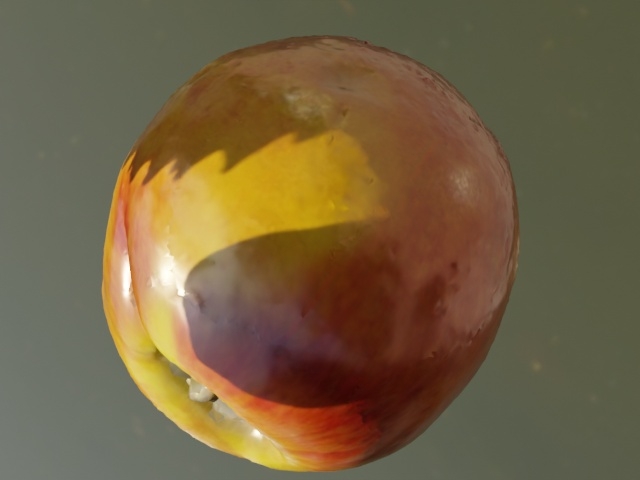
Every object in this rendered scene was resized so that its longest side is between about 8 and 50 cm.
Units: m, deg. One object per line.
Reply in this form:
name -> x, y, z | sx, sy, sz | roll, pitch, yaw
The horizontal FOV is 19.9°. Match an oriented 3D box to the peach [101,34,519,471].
peach -> 0.000, 0.000, 1.093 | 0.238, 0.281, 0.281 | 1, 129, 51
